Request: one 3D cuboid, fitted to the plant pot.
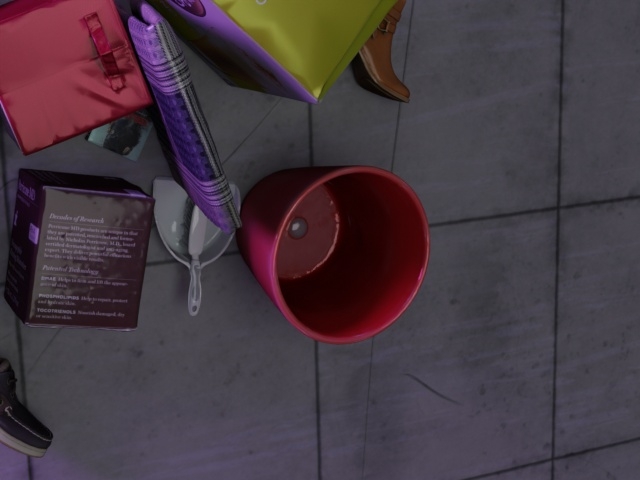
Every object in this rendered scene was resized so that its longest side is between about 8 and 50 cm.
[{"bbox_3d":[0.000,0.000,1.918,0.274,0.243,0.275,-6,104,-24],"label":"plant pot"}]

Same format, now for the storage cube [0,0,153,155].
[{"bbox_3d":[-0.371,-0.250,1.701,0.193,0.215,0.184,-24,112,-13],"label":"storage cube"}]

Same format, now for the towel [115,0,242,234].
[{"bbox_3d":[-0.203,-0.187,1.719,0.056,0.324,0.312,-25,113,-11],"label":"towel"}]

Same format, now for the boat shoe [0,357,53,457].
[{"bbox_3d":[-0.495,0.213,1.809,0.092,0.103,0.285,-47,111,-4],"label":"boat shoe"}]

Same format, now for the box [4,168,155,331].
[{"bbox_3d":[-0.356,0.013,1.789,0.167,0.168,0.203,5,99,-26],"label":"box"}]

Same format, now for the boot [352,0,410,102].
[{"bbox_3d":[0.102,-0.326,1.991,0.197,0.073,0.152,33,82,-31],"label":"boot"}]

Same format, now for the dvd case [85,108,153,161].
[{"bbox_3d":[-0.295,-0.190,1.860,0.087,0.013,0.119,25,89,-28],"label":"dvd case"}]

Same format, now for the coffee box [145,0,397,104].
[{"bbox_3d":[-0.082,-0.438,1.724,0.337,0.334,0.338,41,83,-27],"label":"coffee box"}]

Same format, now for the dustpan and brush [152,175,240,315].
[{"bbox_3d":[-0.198,0.010,1.927,0.147,0.060,0.211,2,101,-26],"label":"dustpan and brush"}]
